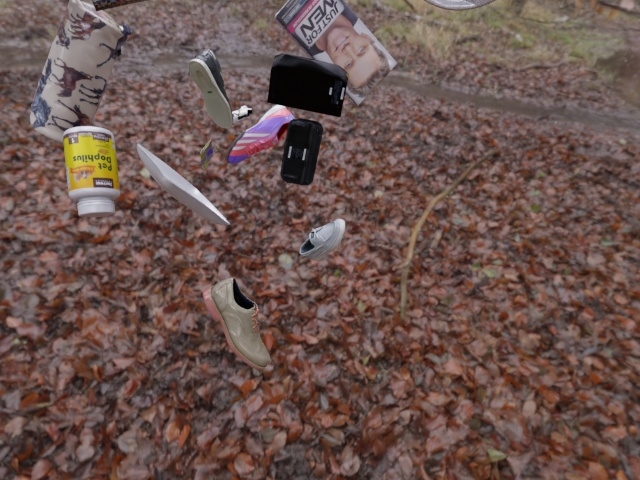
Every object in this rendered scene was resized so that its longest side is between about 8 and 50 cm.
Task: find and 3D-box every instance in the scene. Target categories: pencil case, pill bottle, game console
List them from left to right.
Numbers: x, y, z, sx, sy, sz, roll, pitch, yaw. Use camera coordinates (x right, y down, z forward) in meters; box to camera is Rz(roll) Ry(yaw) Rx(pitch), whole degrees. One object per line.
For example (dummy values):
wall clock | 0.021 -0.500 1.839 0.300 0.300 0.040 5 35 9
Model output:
pencil case | -0.710 -0.477 1.250 0.160 0.410 0.183 35 13 27
pill bottle | -0.580 -0.171 1.076 0.117 0.215 0.117 -7 -2 0
game console | -0.056 -0.333 1.222 0.213 0.362 0.044 11 28 -2

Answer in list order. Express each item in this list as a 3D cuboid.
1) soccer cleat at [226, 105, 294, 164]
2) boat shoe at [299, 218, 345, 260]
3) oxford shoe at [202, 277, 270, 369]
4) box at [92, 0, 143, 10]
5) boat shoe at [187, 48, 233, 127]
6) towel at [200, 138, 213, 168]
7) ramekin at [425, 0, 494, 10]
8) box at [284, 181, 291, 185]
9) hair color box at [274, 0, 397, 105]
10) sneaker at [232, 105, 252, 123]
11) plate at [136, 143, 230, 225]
soccer cleat | -0.235 -0.400 1.676 0.318 0.108 0.116 -42 79 -1
boat shoe | 0.000 -0.001 1.370 0.081 0.227 0.079 13 56 -24
oxford shoe | -0.257 0.287 1.440 0.130 0.348 0.123 -29 13 12
box | -0.432 -0.613 0.865 0.159 0.233 0.044 -24 11 -19
boat shoe | -0.294 -0.424 1.204 0.084 0.233 0.079 9 56 17
towel | -0.337 -0.256 1.255 0.009 0.083 0.060 24 62 1
ramekin | 0.281 -0.586 0.781 0.272 0.273 0.127 19 43 11
box | -0.077 -0.276 1.663 0.093 0.027 0.137 -14 35 37
hair color box | 0.046 -0.594 1.262 0.347 0.174 0.105 41 12 -20
sneaker | -0.301 -0.475 1.601 0.043 0.040 0.109 23 56 27
plate | -0.440 -0.163 1.330 0.045 0.278 0.277 -48 51 -1
